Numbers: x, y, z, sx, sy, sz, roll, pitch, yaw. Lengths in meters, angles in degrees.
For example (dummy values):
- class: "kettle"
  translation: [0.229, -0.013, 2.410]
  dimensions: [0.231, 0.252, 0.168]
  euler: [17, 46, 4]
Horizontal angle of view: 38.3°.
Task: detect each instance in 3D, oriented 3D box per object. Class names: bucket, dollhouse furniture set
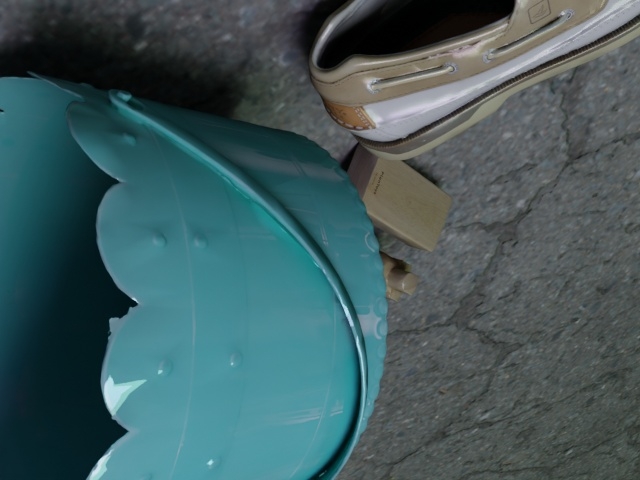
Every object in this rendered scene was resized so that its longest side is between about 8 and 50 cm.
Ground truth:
- class: "bucket"
  translation: [-0.104, 0.046, 0.551]
  dimensions: [0.183, 0.281, 0.281]
  euler: [0, 135, -38]
- class: "dollhouse furniture set"
  translation: [0.000, 0.000, 0.756]
  dimensions: [0.144, 0.123, 0.151]
  euler: [28, 81, -49]

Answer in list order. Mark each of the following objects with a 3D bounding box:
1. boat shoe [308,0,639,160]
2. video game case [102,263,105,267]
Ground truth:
- class: "boat shoe"
  translation: [0.128, -0.165, 0.574]
  dimensions: [0.302, 0.113, 0.103]
  euler: [-38, 149, 13]
- class: "video game case"
  translation: [-0.178, 0.059, 0.719]
  dimensions: [0.122, 0.011, 0.087]
  euler: [-35, 144, 8]
